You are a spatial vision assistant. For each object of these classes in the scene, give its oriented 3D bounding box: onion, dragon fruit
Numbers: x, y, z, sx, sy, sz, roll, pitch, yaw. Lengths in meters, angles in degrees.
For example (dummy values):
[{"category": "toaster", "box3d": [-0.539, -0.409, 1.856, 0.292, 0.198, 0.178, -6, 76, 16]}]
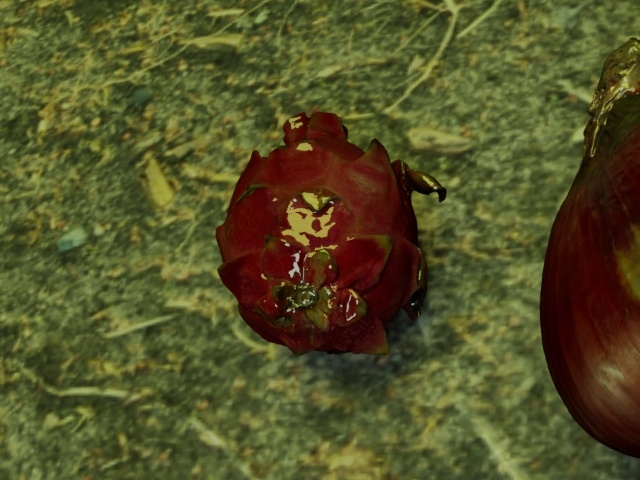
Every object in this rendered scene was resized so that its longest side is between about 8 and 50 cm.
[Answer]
[{"category": "onion", "box3d": [0.197, -0.008, 0.753, 0.161, 0.248, 0.248, 28, 72, 21]}, {"category": "dragon fruit", "box3d": [0.000, 0.000, 0.917, 0.136, 0.133, 0.166, 7, 50, -19]}]
